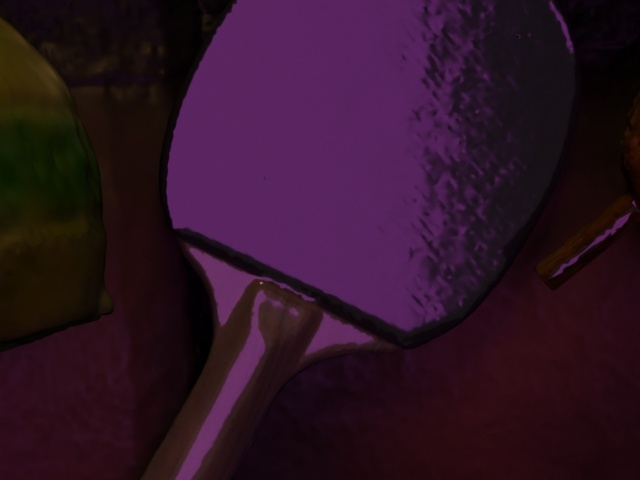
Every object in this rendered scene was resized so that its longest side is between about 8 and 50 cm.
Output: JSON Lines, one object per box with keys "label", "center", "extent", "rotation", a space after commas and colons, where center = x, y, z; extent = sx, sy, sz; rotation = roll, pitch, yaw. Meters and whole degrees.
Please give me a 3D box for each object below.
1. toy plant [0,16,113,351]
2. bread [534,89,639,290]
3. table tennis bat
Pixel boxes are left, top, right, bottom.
{"label": "toy plant", "center": [-0.191, -0.100, 0.465], "extent": [0.224, 0.184, 0.316], "rotation": [-17, 90, 15]}
{"label": "bread", "center": [0.218, -0.085, 0.561], "extent": [0.344, 0.084, 0.124], "rotation": [-38, 104, 0]}
{"label": "table tennis bat", "center": [0.000, 0.000, 0.574], "extent": [0.138, 0.022, 0.247], "rotation": [27, 94, -13]}
